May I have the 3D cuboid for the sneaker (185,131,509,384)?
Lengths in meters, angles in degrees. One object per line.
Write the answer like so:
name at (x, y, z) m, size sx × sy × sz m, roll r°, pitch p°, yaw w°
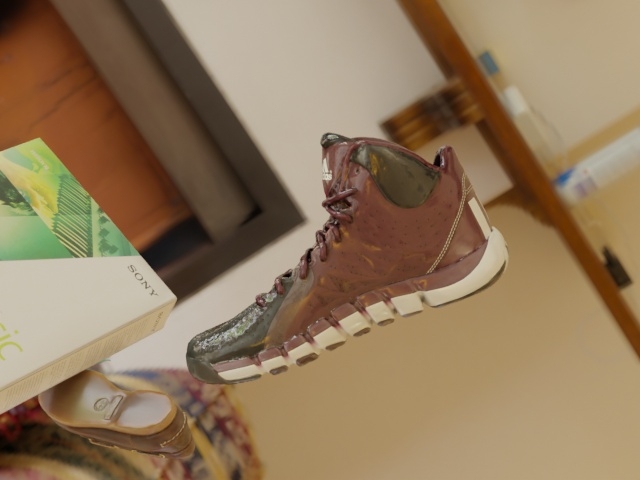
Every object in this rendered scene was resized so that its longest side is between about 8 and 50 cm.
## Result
sneaker at (0.000, 0.000, 1.028) m, size 0.106 × 0.281 × 0.162 m, roll -115°, pitch -177°, yaw -77°

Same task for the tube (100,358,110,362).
tube at (-0.338, 0.137, 1.381) m, size 0.207 × 0.052 × 0.080 m, roll -14°, pitch 39°, yaw -43°

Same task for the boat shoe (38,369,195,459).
boat shoe at (-0.226, 0.197, 1.378) m, size 0.207 × 0.073 × 0.073 m, roll 11°, pitch -37°, yaw 40°

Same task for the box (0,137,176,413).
box at (-0.323, 0.045, 1.155) m, size 0.232 × 0.058 × 0.322 m, roll 47°, pitch 45°, yaw 15°
